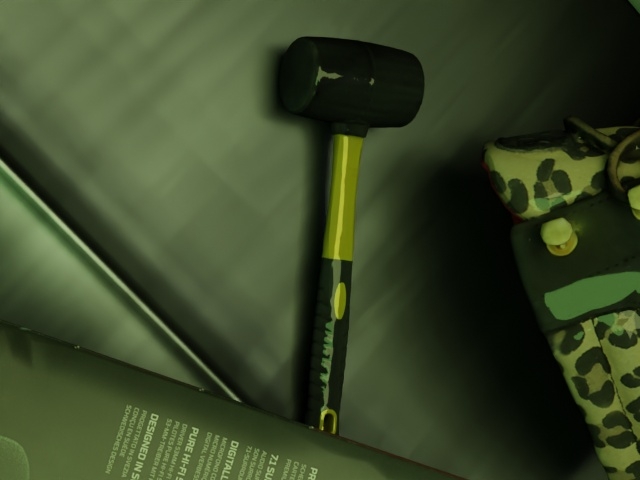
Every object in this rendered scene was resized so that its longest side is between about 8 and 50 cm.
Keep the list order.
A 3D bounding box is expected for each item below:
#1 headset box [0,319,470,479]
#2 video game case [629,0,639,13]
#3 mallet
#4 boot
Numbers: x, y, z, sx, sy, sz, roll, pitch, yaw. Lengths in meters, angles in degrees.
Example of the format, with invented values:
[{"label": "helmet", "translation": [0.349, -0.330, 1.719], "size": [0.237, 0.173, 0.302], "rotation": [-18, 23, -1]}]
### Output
[{"label": "headset box", "translation": [-0.081, 0.161, 0.709], "size": [0.293, 0.110, 0.218], "rotation": [21, 77, -10]}, {"label": "video game case", "translation": [0.243, -0.140, 0.999], "size": [0.143, 0.019, 0.157], "rotation": [46, 68, -18]}, {"label": "mallet", "translation": [0.000, 0.000, 0.849], "size": [0.062, 0.039, 0.189], "rotation": [14, 84, -29]}, {"label": "boot", "translation": [0.210, -0.069, 0.828], "size": [0.284, 0.138, 0.377], "rotation": [-19, 112, 9]}]
